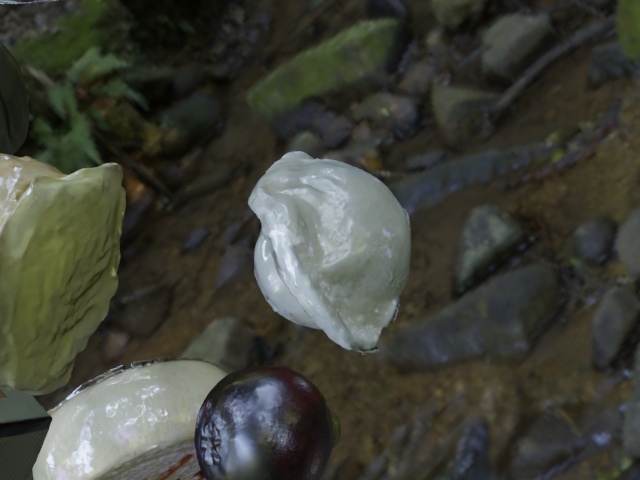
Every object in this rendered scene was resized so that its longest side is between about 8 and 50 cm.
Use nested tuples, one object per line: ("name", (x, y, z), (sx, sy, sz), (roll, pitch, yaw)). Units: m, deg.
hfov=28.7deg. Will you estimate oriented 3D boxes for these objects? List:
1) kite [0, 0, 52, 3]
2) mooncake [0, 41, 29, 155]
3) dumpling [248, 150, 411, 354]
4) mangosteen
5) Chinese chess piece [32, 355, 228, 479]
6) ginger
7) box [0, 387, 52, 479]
("kite", (-0.262, -0.281, 1.310), (0.229, 0.012, 0.250), (19, 37, 30))
("mooncake", (-0.457, -0.145, 1.352), (0.275, 0.135, 0.275), (-5, 24, 2))
("dumpling", (0.000, 0.000, 0.984), (0.118, 0.136, 0.199), (-48, 28, 28))
("mangosteen", (-0.048, 0.197, 1.254), (0.152, 0.152, 0.152), (-34, 27, 20))
("Chinese chess piece", (-0.203, 0.249, 1.474), (0.270, 0.270, 0.112), (-35, 58, 18))
("ginger", (-0.233, 0.023, 0.931), (0.123, 0.193, 0.115), (22, 22, 24))
("box", (-0.403, 0.103, 1.091), (0.310, 0.198, 0.084), (41, 115, 32))
